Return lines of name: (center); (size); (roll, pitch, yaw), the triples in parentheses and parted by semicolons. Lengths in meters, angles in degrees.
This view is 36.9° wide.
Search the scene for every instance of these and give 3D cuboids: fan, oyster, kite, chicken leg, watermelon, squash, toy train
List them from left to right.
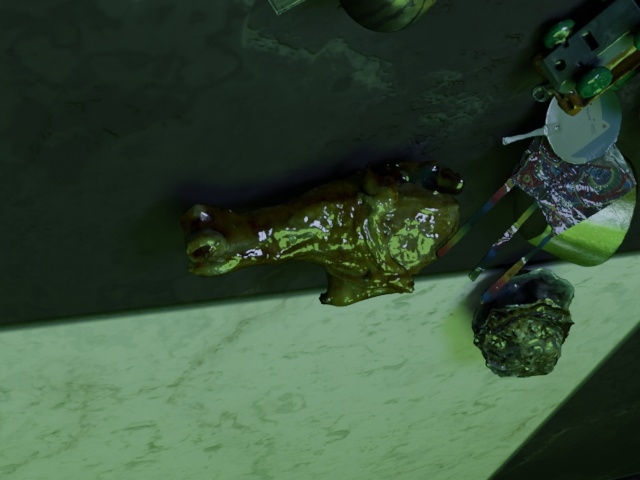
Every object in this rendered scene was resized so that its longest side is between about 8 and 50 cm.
chicken leg: (0.005, 0.004, 1.234); (0.361, 0.140, 0.211); (-13, 126, -12)
watermelon: (0.057, -0.248, 0.918); (0.105, 0.105, 0.133); (3, 163, -33)
oyster: (0.350, 0.156, 1.679); (0.162, 0.158, 0.351); (20, 160, 14)
kite: (0.275, -0.045, 1.241); (0.285, 0.152, 0.015); (-42, -174, -12)
fan: (0.310, -0.147, 1.229); (0.175, 0.005, 0.113); (-16, 106, -14)
squash: (0.348, -0.050, 1.338); (0.123, 0.170, 0.170); (7, 141, -18)
toy train: (0.350, -0.232, 1.119); (0.228, 0.091, 0.136); (-41, 153, 30)

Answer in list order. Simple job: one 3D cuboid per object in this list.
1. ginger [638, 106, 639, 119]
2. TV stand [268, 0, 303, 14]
ginger: (0.435, -0.197, 1.108); (0.137, 0.074, 0.213); (-18, 166, -45)
TV stand: (0.054, -0.310, 0.828); (0.270, 0.088, 0.083); (-26, 147, 9)
